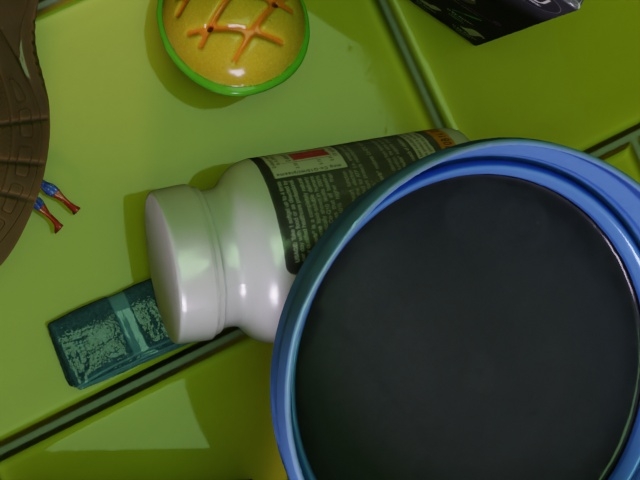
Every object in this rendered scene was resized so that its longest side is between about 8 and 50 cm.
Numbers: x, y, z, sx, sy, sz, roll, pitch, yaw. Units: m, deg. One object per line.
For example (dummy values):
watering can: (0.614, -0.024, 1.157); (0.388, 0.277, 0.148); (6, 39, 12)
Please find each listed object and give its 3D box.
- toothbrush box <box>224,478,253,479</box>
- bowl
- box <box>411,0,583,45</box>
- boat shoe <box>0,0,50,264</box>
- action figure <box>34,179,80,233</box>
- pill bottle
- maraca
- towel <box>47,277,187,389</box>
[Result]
toothbrush box: (-0.179, 0.269, 1.467); (0.295, 0.216, 0.126); (0, 90, -12)
bowl: (0.139, 0.111, 1.458); (0.391, 0.077, 0.391); (-2, 96, -23)
box: (0.157, -0.280, 1.514); (0.143, 0.270, 0.165); (33, 84, -11)
boat shoe: (-0.301, -0.135, 1.496); (0.121, 0.110, 0.341); (10, 83, -46)
action figure: (-0.259, -0.055, 1.543); (0.115, 0.030, 0.038); (44, 76, -5)
pill bottle: (0.000, 0.000, 1.531); (0.278, 0.162, 0.162); (-9, 92, -15)
maraca: (-0.084, -0.205, 1.552); (0.127, 0.099, 0.186); (-22, 69, -14)
towel: (-0.173, 0.079, 1.563); (0.119, 0.029, 0.067); (-23, 94, -12)
